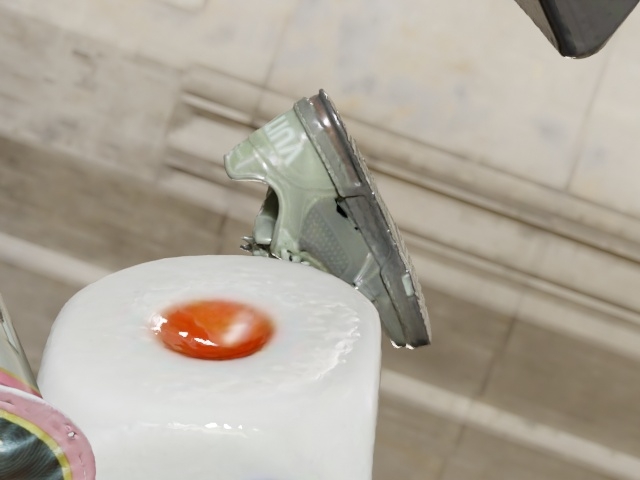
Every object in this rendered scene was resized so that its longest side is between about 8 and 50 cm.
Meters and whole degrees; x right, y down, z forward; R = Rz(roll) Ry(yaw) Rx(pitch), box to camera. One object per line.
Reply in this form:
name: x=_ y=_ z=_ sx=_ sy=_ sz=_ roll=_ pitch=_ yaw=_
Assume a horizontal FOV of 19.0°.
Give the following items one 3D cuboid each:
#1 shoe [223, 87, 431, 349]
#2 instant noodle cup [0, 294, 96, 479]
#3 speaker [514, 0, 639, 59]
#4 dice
shoe: x=0.000 y=0.001 z=1.885 sx=0.109 sy=0.149 sz=0.293 roll=-104 pitch=170 yaw=-66
instant noodle cup: x=-0.269 y=0.065 z=1.096 sx=0.244 sy=0.244 sz=0.255 roll=108 pitch=-30 yaw=-43
speaker: x=0.220 y=-0.321 z=1.689 sx=0.180 sy=0.184 sz=0.388 roll=62 pitch=4 yaw=-24
dice: x=-0.090 y=0.204 z=1.567 sx=0.304 sy=0.277 sz=0.304 roll=-90 pitch=-179 yaw=-65
